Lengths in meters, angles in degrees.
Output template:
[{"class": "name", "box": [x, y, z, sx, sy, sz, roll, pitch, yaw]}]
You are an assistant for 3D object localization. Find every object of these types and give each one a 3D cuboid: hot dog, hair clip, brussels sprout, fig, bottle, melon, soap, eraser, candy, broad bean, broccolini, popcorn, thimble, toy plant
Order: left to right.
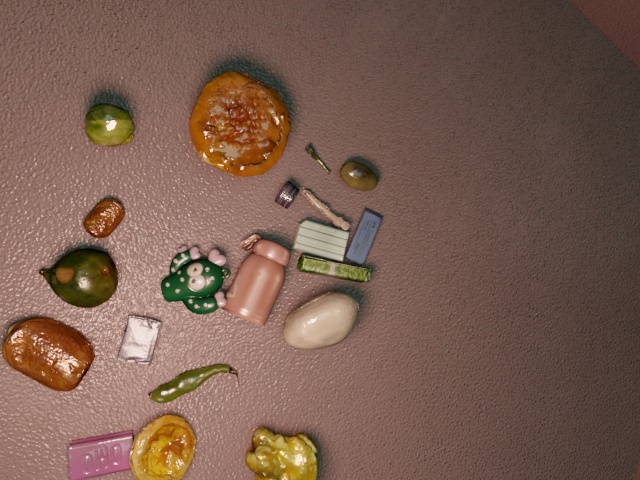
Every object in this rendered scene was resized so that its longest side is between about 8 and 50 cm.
[{"class": "hot dog", "box": [-0.872, 0.362, 1.691, 0.272, 0.122, 0.196, 30, 77, -10]}, {"class": "fig", "box": [-0.789, 0.119, 1.715, 0.245, 0.195, 0.195, 0, 87, 18]}, {"class": "soap", "box": [-0.722, 0.713, 1.751, 0.203, 0.065, 0.122, -6, 90, -18]}, {"class": "hot dog", "box": [-0.731, -0.075, 1.781, 0.099, 0.065, 0.147, 35, 67, -13]}, {"class": "brussels sprout", "box": [-0.700, -0.379, 1.739, 0.146, 0.183, 0.131, -12, 87, -39]}, {"class": "broad bean", "box": [-0.444, 0.502, 1.854, 0.318, 0.056, 0.098, -8, 90, -20]}, {"class": "toy plant", "box": [-0.427, 0.136, 1.829, 0.244, 0.112, 0.232, 8, 76, 9]}, {"class": "bottle", "box": [-0.233, 0.134, 1.883, 0.207, 0.173, 0.296, 21, 81, 18]}, {"class": "popcorn", "box": [-0.140, 0.786, 1.854, 0.277, 0.225, 0.276, 0, 91, -7]}, {"class": "thimble", "box": [-0.122, -0.169, 1.957, 0.066, 0.104, 0.095, 33, 75, -6]}, {"class": "broccolini", "box": [-0.006, -0.313, 2.037, 0.030, 0.035, 0.140, -44, 102, -11]}, {"class": "soap", "box": [0.000, 0.000, 2.009, 0.198, 0.066, 0.118, 16, 82, -17]}, {"class": "candy", "box": [0.009, 0.294, 1.893, 0.296, 0.295, 0.185, -28, 83, -17]}, {"class": "hair clip", "box": [0.017, -0.114, 2.032, 0.226, 0.072, 0.034, 39, 77, -3]}, {"class": "melon", "box": [0.151, -0.249, 2.053, 0.162, 0.099, 0.099, 26, 80, -16]}, {"class": "eraser", "box": [0.171, -0.019, 2.081, 0.082, 0.036, 0.224, 26, 81, -13]}]

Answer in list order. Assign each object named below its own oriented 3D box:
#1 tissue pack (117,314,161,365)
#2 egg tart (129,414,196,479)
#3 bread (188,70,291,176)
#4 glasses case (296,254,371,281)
[{"class": "tissue pack", "box": [-0.619, 0.341, 1.806, 0.113, 0.051, 0.156, 15, 84, -15]}, {"class": "egg tart", "box": [-0.535, 0.706, 1.773, 0.241, 0.106, 0.240, 9, 78, -46]}, {"class": "bread", "box": [-0.286, -0.395, 1.867, 0.337, 0.204, 0.358, 23, 77, -13]}, {"class": "glasses case", "box": [0.051, 0.108, 2.007, 0.273, 0.095, 0.062, 11, 80, -17]}]
